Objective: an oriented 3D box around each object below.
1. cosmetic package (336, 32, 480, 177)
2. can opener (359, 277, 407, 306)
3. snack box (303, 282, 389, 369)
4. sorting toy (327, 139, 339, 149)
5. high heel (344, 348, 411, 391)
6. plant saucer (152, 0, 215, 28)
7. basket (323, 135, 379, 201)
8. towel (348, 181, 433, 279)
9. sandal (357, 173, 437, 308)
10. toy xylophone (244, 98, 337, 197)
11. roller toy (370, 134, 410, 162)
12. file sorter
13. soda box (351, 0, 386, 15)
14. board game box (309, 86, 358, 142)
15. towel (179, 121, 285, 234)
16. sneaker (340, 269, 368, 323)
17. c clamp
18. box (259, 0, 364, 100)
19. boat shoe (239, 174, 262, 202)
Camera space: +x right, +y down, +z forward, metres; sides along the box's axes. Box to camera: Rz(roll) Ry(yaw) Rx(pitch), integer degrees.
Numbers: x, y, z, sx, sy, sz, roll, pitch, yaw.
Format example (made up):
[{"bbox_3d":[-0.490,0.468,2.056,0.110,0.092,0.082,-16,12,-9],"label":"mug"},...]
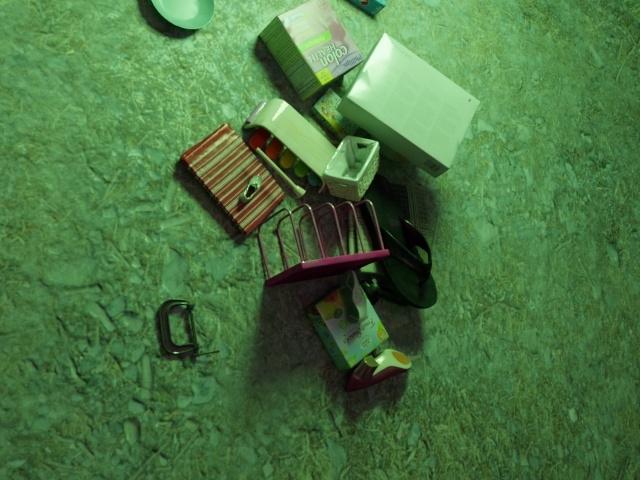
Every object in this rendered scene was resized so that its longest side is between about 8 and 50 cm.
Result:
[{"bbox_3d":[0.274,-0.411,1.997,0.377,0.097,0.284,33,67,-10],"label":"cosmetic package"},{"bbox_3d":[0.191,0.162,1.985,0.186,0.073,0.059,16,30,-33],"label":"can opener"},{"bbox_3d":[0.077,0.236,1.870,0.174,0.070,0.207,-33,97,-36],"label":"snack box"},{"bbox_3d":[0.050,-0.284,2.032,0.083,0.012,0.062,-6,80,-34],"label":"sorting toy"},{"bbox_3d":[0.171,0.388,1.911,0.082,0.117,0.244,47,26,27],"label":"high heel"},{"bbox_3d":[-0.392,-0.675,1.834,0.195,0.037,0.194,10,71,-32],"label":"plant saucer"},{"bbox_3d":[0.096,-0.208,1.914,0.167,0.113,0.103,-60,153,-28],"label":"basket"},{"bbox_3d":[0.217,-0.031,2.059,0.312,0.056,0.324,8,70,-35],"label":"towel"},{"bbox_3d":[0.241,0.003,1.960,0.168,0.107,0.445,-27,91,-39],"label":"sandal"},{"bbox_3d":[-0.083,-0.261,1.895,0.322,0.081,0.236,48,56,-13],"label":"toy xylophone"},{"bbox_3d":[0.269,-0.362,2.117,0.191,0.146,0.209,52,56,-10],"label":"roller toy"},{"bbox_3d":[0.000,0.000,1.809,0.291,0.202,0.182,-7,78,-35],"label":"file sorter"},{"bbox_3d":[0.125,-0.852,2.206,0.210,0.067,0.071,24,64,-26],"label":"soda box"},{"bbox_3d":[0.050,-0.391,2.053,0.154,0.026,0.103,44,57,-16],"label":"board game box"},{"bbox_3d":[-0.237,-0.173,1.802,0.275,0.031,0.199,51,54,-13],"label":"towel"},{"bbox_3d":[0.097,0.157,1.838,0.061,0.054,0.152,-1,78,-50],"label":"sneaker"},{"bbox_3d":[-0.336,0.219,1.636,0.137,0.022,0.160,-11,85,-30],"label":"c clamp"},{"bbox_3d":[-0.024,-0.593,2.006,0.213,0.117,0.243,-39,100,-35],"label":"box"},{"bbox_3d":[-0.185,-0.144,1.790,0.035,0.035,0.100,47,55,-17],"label":"boat shoe"}]
